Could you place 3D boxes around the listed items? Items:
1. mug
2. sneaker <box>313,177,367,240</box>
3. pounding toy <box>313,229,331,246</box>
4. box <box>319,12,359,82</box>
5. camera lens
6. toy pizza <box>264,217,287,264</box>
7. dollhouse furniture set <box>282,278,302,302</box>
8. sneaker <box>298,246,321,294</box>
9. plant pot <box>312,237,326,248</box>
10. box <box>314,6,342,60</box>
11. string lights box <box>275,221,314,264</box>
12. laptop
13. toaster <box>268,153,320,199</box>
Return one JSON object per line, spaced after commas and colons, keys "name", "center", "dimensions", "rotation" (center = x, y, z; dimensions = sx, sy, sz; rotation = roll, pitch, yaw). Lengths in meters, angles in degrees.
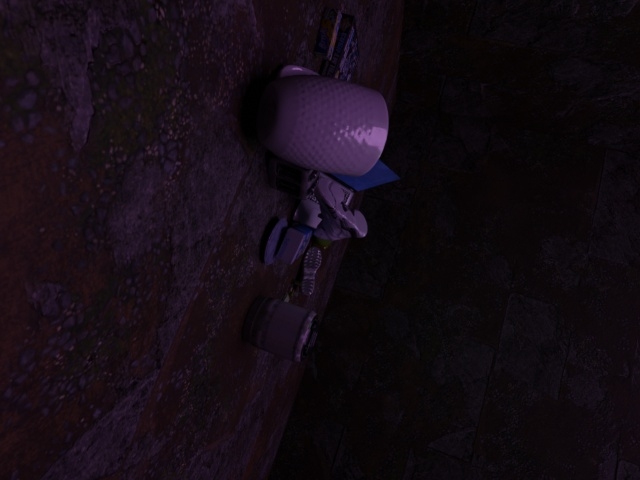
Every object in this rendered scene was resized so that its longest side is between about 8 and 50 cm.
{"name": "mug", "center": [-0.021, -0.388, 1.228], "dimensions": [0.276, 0.328, 0.374], "rotation": [-49, -133, 48]}
{"name": "sneaker", "center": [0.032, -0.114, 1.772], "dimensions": [0.366, 0.210, 0.137], "rotation": [43, 44, -36]}
{"name": "pounding toy", "center": [0.062, -0.080, 2.318], "dimensions": [0.183, 0.110, 0.237], "rotation": [35, 62, -46]}
{"name": "box", "center": [0.088, -0.761, 1.765], "dimensions": [0.293, 0.073, 0.296], "rotation": [33, 75, -77]}
{"name": "camera lens", "center": [-0.158, 0.369, 1.696], "dimensions": [0.219, 0.274, 0.219], "rotation": [16, 90, -78]}
{"name": "toy pizza", "center": [-0.188, 0.001, 1.638], "dimensions": [0.201, 0.032, 0.201], "rotation": [20, 90, -80]}
{"name": "dollhouse furniture set", "center": [-0.148, 0.285, 2.151], "dimensions": [0.076, 0.058, 0.152], "rotation": [87, 22, -57]}
{"name": "sneaker", "center": [-0.079, 0.168, 2.301], "dimensions": [0.115, 0.105, 0.281], "rotation": [-14, -122, 64]}
{"name": "plant pot", "center": [0.000, 0.000, 2.400], "dimensions": [0.081, 0.081, 0.083], "rotation": [-31, 126, -73]}
{"name": "box", "center": [0.028, -0.767, 1.508], "dimensions": [0.054, 0.059, 0.169], "rotation": [-19, 124, -74]}
{"name": "string lights box", "center": [-0.107, 0.006, 1.758], "dimensions": [0.133, 0.076, 0.260], "rotation": [-64, 176, 12]}
{"name": "laptop", "center": [0.129, -0.203, 1.911], "dimensions": [0.382, 0.236, 0.408], "rotation": [20, 96, -56]}
{"name": "toaster", "center": [-0.093, -0.251, 1.421], "dimensions": [0.168, 0.185, 0.110], "rotation": [103, 12, -57]}
